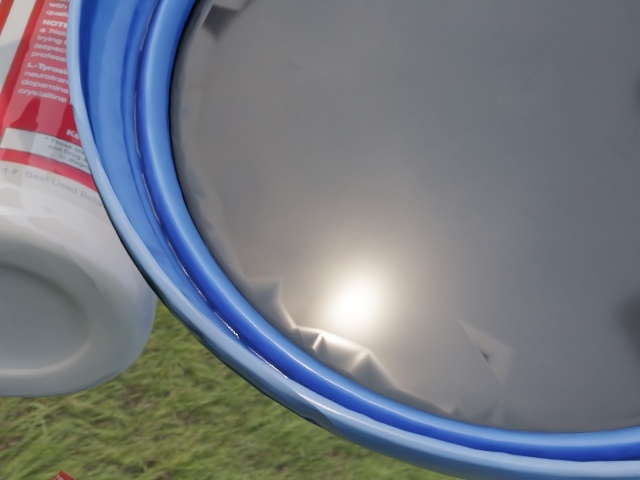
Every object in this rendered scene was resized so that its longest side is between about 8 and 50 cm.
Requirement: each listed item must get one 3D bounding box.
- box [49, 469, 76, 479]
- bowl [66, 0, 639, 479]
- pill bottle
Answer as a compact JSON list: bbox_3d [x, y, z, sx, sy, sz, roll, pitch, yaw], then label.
[{"bbox_3d":[-0.246,0.393,1.107,0.123,0.257,0.128,-41,136,-31],"label":"box"},{"bbox_3d":[0.092,-0.083,0.425,0.077,0.391,0.391,87,-5,-64],"label":"bowl"},{"bbox_3d":[-0.236,-0.088,0.852,0.229,0.229,0.407,53,27,-40],"label":"pill bottle"}]
